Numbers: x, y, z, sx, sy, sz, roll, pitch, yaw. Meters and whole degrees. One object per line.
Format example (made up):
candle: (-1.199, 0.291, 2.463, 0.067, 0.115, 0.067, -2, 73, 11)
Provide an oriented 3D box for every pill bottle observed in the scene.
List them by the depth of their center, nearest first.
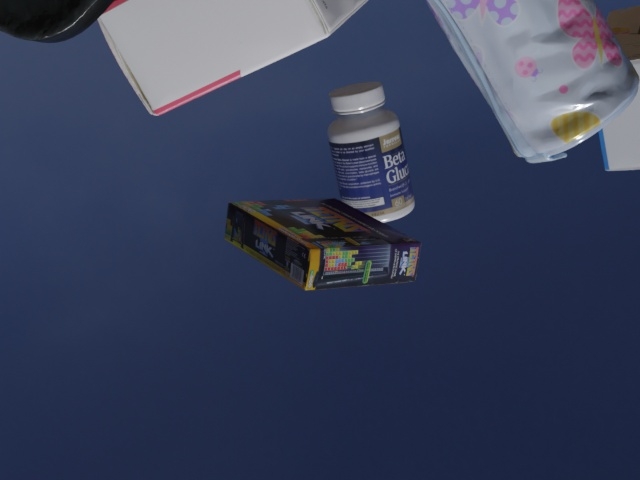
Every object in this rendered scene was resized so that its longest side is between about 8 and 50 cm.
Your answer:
pill bottle: (0.061, -0.113, 1.547, 0.094, 0.169, 0.094, -12, -162, 4)

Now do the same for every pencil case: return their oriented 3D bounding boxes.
pencil case: (0.132, -0.193, 0.931, 0.113, 0.273, 0.124, -17, -154, 53)

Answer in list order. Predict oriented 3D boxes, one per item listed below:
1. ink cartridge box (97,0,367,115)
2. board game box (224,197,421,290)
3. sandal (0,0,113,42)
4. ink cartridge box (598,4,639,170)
ink cartridge box: (-0.049, -0.248, 1.160, 0.207, 0.117, 0.283, -21, -163, 31)
board game box: (0.000, 0.000, 1.287, 0.141, 0.048, 0.170, -5, -159, -34)
sandal: (-0.121, -0.340, 0.885, 0.445, 0.168, 0.107, -56, 173, 8)
ink cartridge box: (0.500, -0.232, 1.769, 0.168, 0.171, 0.232, -4, -152, 24)
